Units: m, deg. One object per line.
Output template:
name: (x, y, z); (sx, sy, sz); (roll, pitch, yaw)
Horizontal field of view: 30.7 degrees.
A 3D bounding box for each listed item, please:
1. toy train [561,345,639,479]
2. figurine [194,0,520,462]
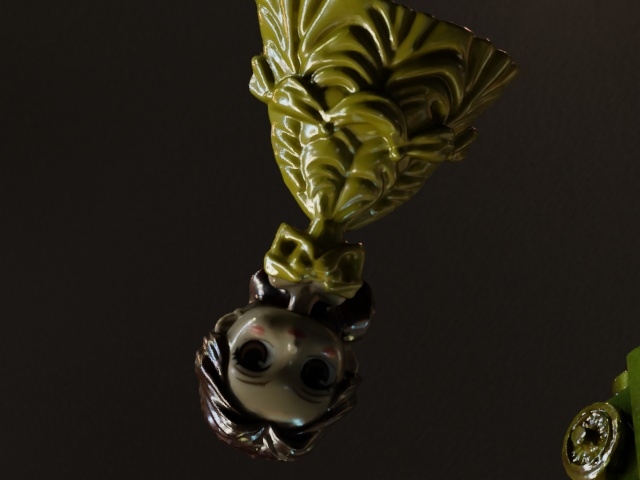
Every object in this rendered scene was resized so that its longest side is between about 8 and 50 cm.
toy train: (0.201, 0.145, 0.610); (0.090, 0.137, 0.225); (27, -138, -20)
figurine: (0.001, 0.000, 0.812); (0.187, 0.168, 0.315); (18, -92, -34)
